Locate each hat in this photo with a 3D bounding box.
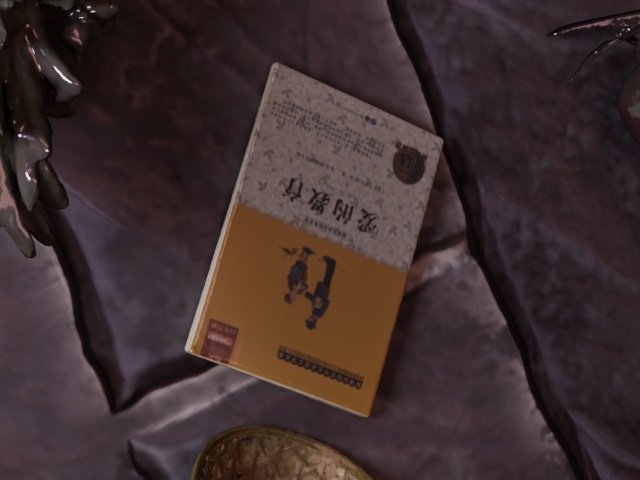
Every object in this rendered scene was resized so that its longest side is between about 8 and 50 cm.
[{"bbox_3d":[-0.020,0.174,0.863,0.146,0.067,0.146,26,32,-18],"label":"hat"}]

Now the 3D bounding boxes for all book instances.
[{"bbox_3d":[0.000,0.000,0.915,0.118,0.012,0.172,22,74,-25],"label":"book"}]

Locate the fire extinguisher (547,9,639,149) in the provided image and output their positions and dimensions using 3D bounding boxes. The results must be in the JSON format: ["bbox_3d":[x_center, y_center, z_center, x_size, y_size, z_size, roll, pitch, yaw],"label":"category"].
[{"bbox_3d":[0.242,-0.035,1.025,0.089,0.072,0.267,-31,102,5],"label":"fire extinguisher"}]

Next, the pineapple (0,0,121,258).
[{"bbox_3d":[-0.142,-0.165,0.785,0.169,0.169,0.340,13,85,-28],"label":"pineapple"}]
